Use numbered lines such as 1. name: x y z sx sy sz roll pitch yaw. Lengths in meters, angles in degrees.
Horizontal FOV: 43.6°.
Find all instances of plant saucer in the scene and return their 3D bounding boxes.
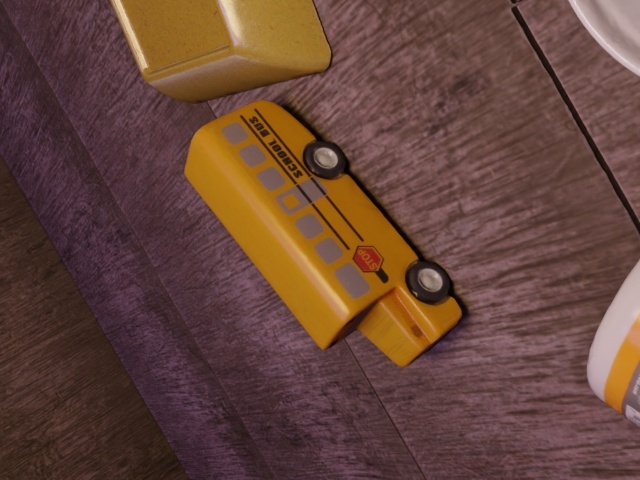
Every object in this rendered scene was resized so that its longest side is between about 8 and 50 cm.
1. plant saucer: -0.165 -0.315 0.903 0.333 0.081 0.332 2 117 54

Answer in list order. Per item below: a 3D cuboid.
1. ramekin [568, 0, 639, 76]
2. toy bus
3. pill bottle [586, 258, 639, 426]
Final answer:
1. ramekin: 0.237 -0.187 0.421 0.207 0.109 0.207 35 142 34
2. toy bus: 0.000 0.000 0.888 0.332 0.130 0.108 51 148 13
3. pill bottle: 0.325 0.106 0.496 0.278 0.162 0.162 35 141 33
